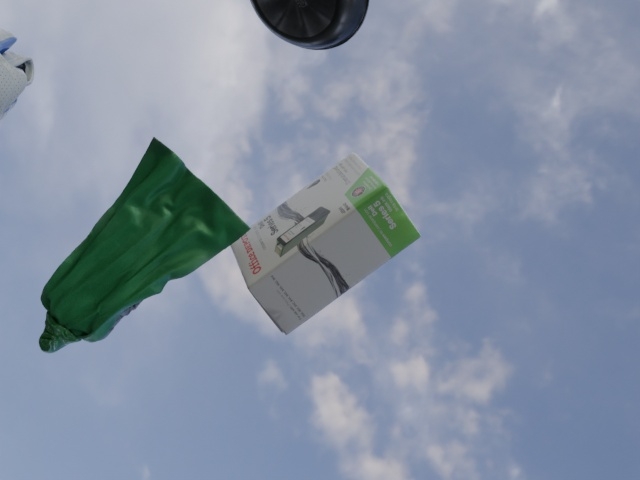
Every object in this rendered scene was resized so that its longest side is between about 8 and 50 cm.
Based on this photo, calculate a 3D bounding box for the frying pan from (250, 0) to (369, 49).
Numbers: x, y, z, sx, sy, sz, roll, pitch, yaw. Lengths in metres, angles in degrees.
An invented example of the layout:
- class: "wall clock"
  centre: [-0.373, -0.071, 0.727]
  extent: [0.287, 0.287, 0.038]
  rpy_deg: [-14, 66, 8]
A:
- class: "frying pan"
  centre: [0.030, -0.350, 1.206]
  extent: [0.326, 0.053, 0.197]
  rpy_deg: [6, -53, 29]

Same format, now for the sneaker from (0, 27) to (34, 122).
- class: "sneaker"
  centre: [-0.428, -0.163, 0.919]
  extent: [0.322, 0.236, 0.130]
  rpy_deg: [18, -69, 56]

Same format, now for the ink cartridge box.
- class: "ink cartridge box"
  centre: [0.000, 0.000, 1.449]
  extent: [0.272, 0.198, 0.115]
  rpy_deg: [-36, -64, 1]

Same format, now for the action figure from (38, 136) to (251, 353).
- class: "action figure"
  centre: [-0.200, 0.024, 0.895]
  extent: [0.137, 0.232, 0.063]
  rpy_deg: [43, -12, 2]
